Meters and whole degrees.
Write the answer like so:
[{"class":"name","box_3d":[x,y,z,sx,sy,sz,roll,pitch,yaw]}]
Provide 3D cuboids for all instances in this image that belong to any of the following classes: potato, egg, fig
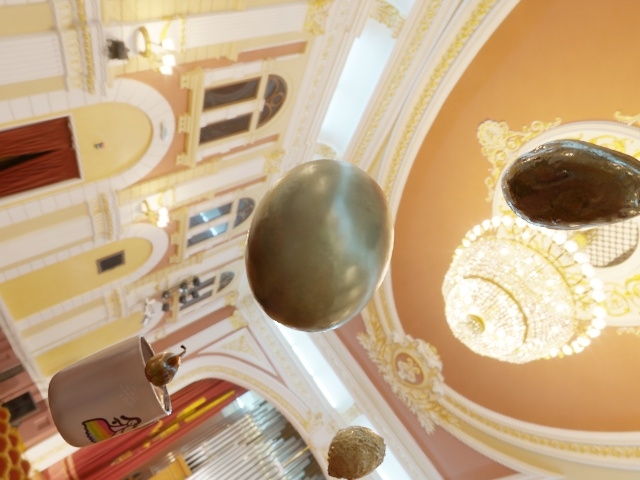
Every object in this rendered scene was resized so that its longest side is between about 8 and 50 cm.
[{"class":"potato","box_3d":[0.417,-0.087,0.765,0.235,0.178,0.160,18,-48,59]},{"class":"egg","box_3d":[0.080,0.478,1.045,0.116,0.140,0.118,-155,-119,-67]},{"class":"egg","box_3d":[0.000,0.000,0.838,0.259,0.352,0.258,6,-41,5]},{"class":"fig","box_3d":[-0.249,0.200,0.762,0.050,0.083,0.050,16,-54,24]}]

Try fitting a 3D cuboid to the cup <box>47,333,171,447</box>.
[{"class":"cup","box_3d":[-0.456,0.355,1.038,0.252,0.201,0.191,83,-20,-44]}]
